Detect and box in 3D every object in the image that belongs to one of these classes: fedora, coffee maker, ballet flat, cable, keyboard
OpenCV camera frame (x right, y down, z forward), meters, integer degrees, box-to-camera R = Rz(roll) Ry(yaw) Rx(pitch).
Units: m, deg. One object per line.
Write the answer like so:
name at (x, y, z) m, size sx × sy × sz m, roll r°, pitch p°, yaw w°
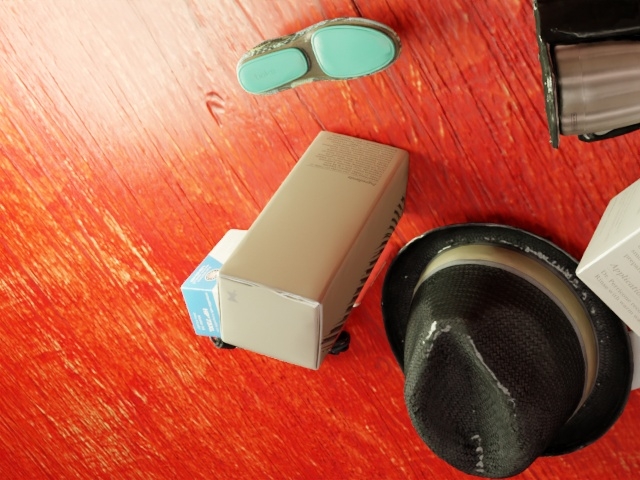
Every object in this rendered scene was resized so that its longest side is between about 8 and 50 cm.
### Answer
fedora at (0.190, 0.150, 1.097) m, size 0.334 × 0.152 × 0.334 m, roll 14°, pitch 127°, yaw 20°
coffee maker at (0.277, -0.174, 0.825) m, size 0.178 × 0.120 × 0.171 m, roll -6°, pitch 80°, yaw 12°
ballet flat at (0.001, -0.198, 1.003) m, size 0.188 × 0.070 × 0.070 m, roll -5°, pitch 122°, yaw 26°
cable at (-0.041, 0.134, 1.241) m, size 0.184 × 0.047 × 0.150 m, roll -2°, pitch 162°, yaw 29°
keyboard at (0.329, 0.153, 1.132) m, size 0.256 × 0.014 × 0.072 m, roll -30°, pitch 102°, yaw 40°

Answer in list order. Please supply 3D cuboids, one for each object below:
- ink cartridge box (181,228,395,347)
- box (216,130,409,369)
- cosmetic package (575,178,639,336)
ink cartridge box at (-0.032, 0.058, 1.164) m, size 0.231 × 0.134 × 0.078 m, roll 5°, pitch 125°, yaw 26°
box at (0.000, 0.000, 1.008) m, size 0.113 × 0.275 × 0.094 m, roll 16°, pitch 131°, yaw 17°
cosmetic package at (0.440, -0.031, 0.829) m, size 0.217 × 0.156 × 0.385 m, roll 46°, pitch 130°, yaw -3°
